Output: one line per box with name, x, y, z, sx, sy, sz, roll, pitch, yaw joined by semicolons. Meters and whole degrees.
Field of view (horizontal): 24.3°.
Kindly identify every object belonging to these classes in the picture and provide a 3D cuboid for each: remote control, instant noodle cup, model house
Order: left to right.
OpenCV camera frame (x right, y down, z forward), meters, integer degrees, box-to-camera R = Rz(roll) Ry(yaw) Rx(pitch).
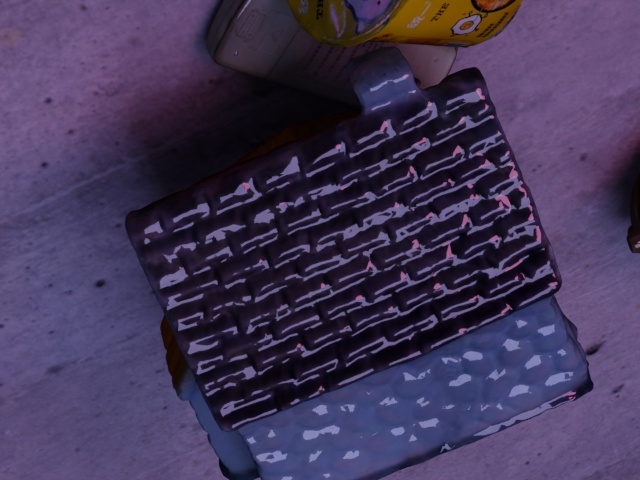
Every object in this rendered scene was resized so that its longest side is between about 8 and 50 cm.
model house;0.000;0.000;1.276;0.360;0.297;0.339;-22;136;4
remote control;0.012;-0.171;1.314;0.233;0.038;0.098;15;122;-35
instant noodle cup;0.079;-0.235;1.199;0.144;0.182;0.182;6;127;-40

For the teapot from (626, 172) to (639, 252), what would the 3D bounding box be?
teapot;0.406;-0.028;1.545;0.175;0.186;0.267;-19;178;39
